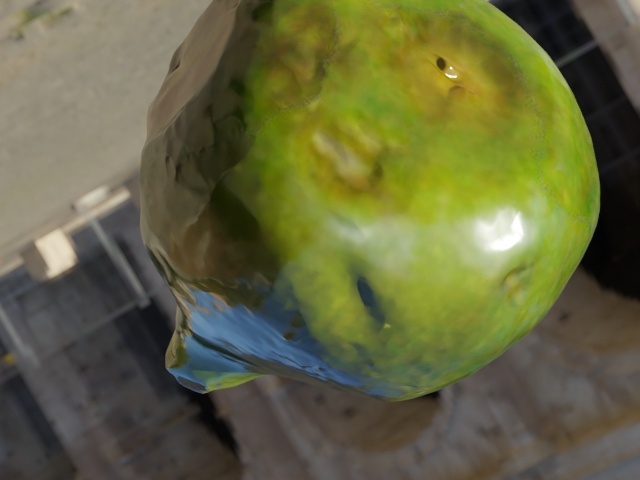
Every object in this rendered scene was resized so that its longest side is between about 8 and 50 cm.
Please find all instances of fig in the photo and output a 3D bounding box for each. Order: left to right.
[{"bbox_3d":[0.000,0.000,0.798,0.206,0.206,0.275,-31,164,-38],"label":"fig"}]
